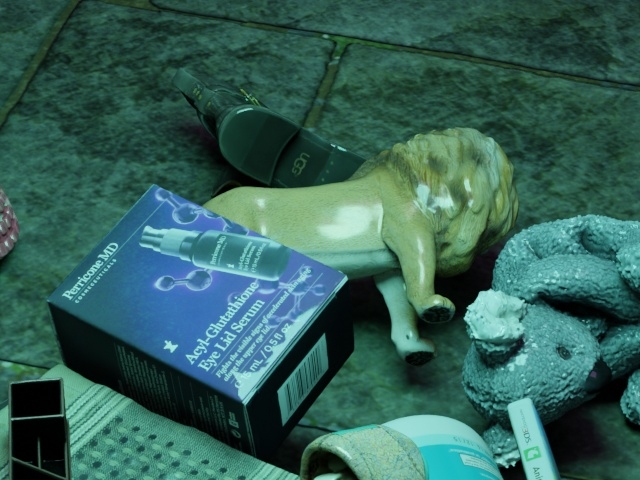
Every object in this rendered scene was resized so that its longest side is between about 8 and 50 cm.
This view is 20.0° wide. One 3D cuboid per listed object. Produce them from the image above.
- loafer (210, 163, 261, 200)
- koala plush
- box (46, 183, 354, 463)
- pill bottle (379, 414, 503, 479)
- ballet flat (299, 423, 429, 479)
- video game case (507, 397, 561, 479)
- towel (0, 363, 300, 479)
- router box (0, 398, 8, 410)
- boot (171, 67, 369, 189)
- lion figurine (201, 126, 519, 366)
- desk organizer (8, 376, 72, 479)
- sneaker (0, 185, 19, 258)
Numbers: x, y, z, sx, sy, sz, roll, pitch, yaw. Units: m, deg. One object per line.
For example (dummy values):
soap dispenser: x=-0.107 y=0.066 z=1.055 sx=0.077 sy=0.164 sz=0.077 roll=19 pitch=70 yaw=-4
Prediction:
loafer: x=-0.084 y=-0.036 z=1.843 sx=0.062 sy=0.061 sz=0.170 roll=2 pitch=35 yaw=-3
koala plush: x=0.202 y=0.095 z=1.619 sx=0.203 sy=0.196 sz=0.221 roll=16 pitch=38 yaw=33
box: x=-0.097 y=0.071 z=1.506 sx=0.207 sy=0.108 sz=0.153 roll=24 pitch=56 yaw=23
pill bottle: x=0.102 y=0.269 z=1.396 sx=0.146 sy=0.146 sz=0.264 roll=-6 pitch=38 yaw=-15
ballet flat: x=0.011 y=0.285 z=1.281 sx=0.107 sy=0.316 sz=0.106 roll=-12 pitch=-20 yaw=40
video game case: x=0.194 y=0.256 z=1.377 sx=0.023 sy=0.212 sz=0.193 roll=-18 pitch=38 yaw=6
towel: x=-0.171 y=0.248 z=1.352 sx=0.312 sy=0.056 sz=0.324 roll=22 pitch=43 yaw=24
router box: x=-0.228 y=0.244 z=1.445 sx=0.309 sy=0.081 sz=0.243 roll=-28 pitch=49 yaw=-36
boot: x=-0.027 y=-0.089 z=1.876 sx=0.263 sy=0.091 sz=0.229 roll=36 pitch=4 yaw=-19
lion figurine: x=0.000 y=0.000 z=1.693 sx=0.392 sy=0.142 sz=0.240 roll=-1 pitch=54 yaw=-7
desk organizer: x=-0.212 y=0.165 z=1.369 sx=0.047 sy=0.050 sz=0.130 roll=-4 pitch=38 yaw=-7
sneaker: x=-0.390 y=0.005 z=1.722 sx=0.112 sy=0.121 sz=0.299 roll=-24 pitch=14 yaw=29
